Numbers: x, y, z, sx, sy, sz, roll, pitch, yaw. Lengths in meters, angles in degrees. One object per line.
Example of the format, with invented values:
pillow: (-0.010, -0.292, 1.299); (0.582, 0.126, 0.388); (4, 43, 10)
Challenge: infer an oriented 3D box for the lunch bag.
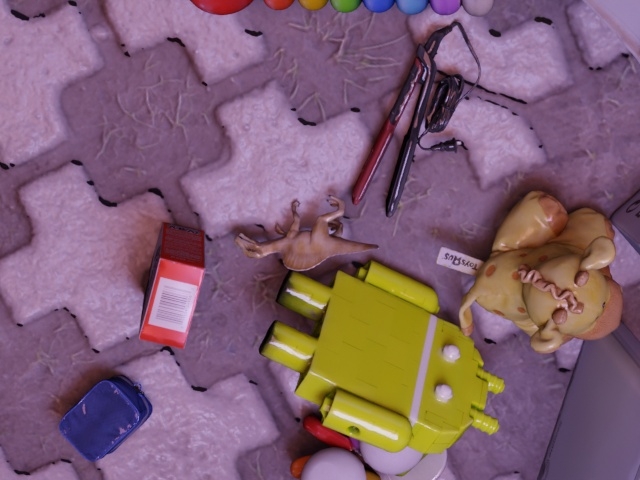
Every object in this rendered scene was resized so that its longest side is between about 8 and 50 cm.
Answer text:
lunch bag: (-0.239, 0.197, 1.808); (0.098, 0.065, 0.067); (-42, 85, 8)

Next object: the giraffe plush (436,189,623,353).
giraffe plush: (0.255, 0.047, 1.712); (0.210, 0.170, 0.181); (-1, 102, -25)

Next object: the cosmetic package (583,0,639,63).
cosmetic package: (0.441, -0.344, 1.469); (0.394, 0.329, 0.327); (3, 126, -32)

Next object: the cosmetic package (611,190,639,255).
cosmetic package: (0.571, -0.076, 1.734); (0.453, 0.161, 0.230); (-42, 101, 6)

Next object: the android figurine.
android figurine: (0.073, 0.130, 1.729); (0.273, 0.248, 0.056); (25, 131, -5)

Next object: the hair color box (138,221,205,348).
hair color box: (-0.160, 0.046, 1.723); (0.053, 0.167, 0.093); (14, 102, -7)

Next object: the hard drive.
hard drive: (0.309, 0.236, 1.692); (0.047, 0.353, 0.233); (16, 101, -5)

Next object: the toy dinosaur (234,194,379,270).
toy dinosaur: (0.000, 0.000, 1.753); (0.183, 0.092, 0.053); (0, 134, 27)

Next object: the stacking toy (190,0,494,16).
stacking toy: (0.015, -0.298, 1.683); (0.330, 0.141, 0.141); (-3, 103, 4)

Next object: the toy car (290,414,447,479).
toy car: (0.047, 0.232, 1.802); (0.182, 0.159, 0.136); (-36, 65, 6)

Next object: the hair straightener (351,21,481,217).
hair straightener: (0.117, -0.130, 1.766); (0.089, 0.047, 0.230); (22, 96, -7)
